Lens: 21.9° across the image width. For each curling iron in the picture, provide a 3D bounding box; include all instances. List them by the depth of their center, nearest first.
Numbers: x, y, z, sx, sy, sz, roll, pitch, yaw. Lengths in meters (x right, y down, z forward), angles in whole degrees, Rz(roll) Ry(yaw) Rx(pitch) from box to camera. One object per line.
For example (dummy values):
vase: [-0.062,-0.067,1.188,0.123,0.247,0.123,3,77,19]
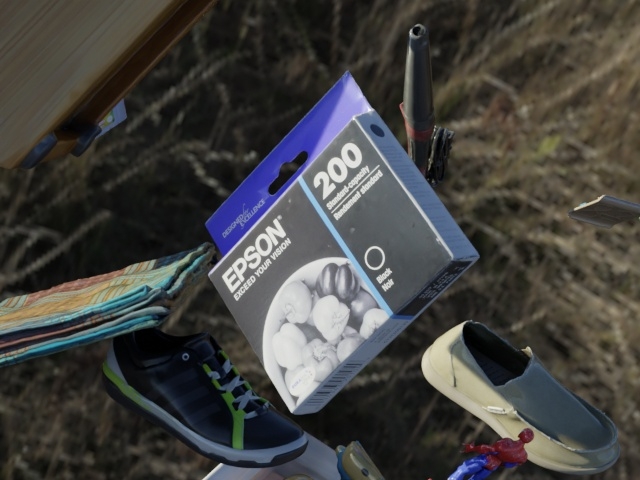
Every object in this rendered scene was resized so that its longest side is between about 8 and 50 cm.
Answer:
curling iron: [0.097,-0.128,1.595,0.035,0.274,0.068,14,68,15]

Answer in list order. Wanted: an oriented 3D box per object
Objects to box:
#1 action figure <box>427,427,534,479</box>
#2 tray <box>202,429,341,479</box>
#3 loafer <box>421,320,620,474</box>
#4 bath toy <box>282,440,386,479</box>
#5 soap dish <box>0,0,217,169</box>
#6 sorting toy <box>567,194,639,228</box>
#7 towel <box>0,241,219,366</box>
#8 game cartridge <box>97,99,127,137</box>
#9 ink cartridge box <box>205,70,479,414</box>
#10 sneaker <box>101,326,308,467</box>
action figure: [0.141,0.191,1.427,0.038,0.115,0.030,33,41,-25]
tray: [-0.052,0.285,1.910,0.030,0.145,0.270,49,2,26]
loafer: [0.250,0.190,2.024,0.268,0.092,0.102,29,44,9]
bath toy: [-0.068,0.367,1.835,0.348,0.151,0.129,-38,43,-1]
soap dish: [-0.102,-0.162,0.868,0.118,0.291,0.229,44,3,-3]
sorting toy: [0.302,-0.028,1.686,0.083,0.062,0.012,14,68,-24]
towel: [-0.251,0.067,1.649,0.271,0.040,0.370,-15,6,6]
game cartridge: [-0.204,-0.120,1.475,0.017,0.056,0.083,2,28,31]
ink cartridge box: [0.000,0.000,1.369,0.045,0.206,0.208,4,47,-53]
sneaker: [-0.116,0.139,1.604,0.234,0.097,0.084,22,23,19]
